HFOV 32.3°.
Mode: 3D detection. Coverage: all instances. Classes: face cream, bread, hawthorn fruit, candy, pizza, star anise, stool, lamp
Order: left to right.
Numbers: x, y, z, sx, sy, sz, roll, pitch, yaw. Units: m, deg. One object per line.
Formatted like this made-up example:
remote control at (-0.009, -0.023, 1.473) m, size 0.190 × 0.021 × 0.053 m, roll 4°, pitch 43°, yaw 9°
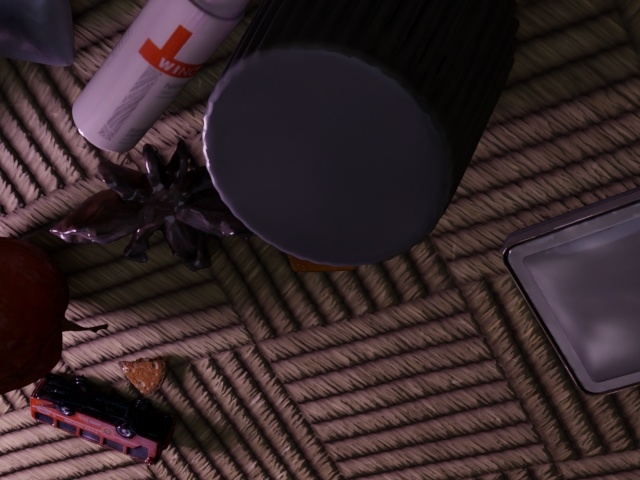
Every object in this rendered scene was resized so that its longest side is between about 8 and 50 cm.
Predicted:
candy at (-0.393, -0.291, 1.384) m, size 0.174 × 0.071 × 0.138 m, roll 11°, pitch 127°, yaw 12°
hawthorn fruit at (-0.444, 0.113, 1.602) m, size 0.271 × 0.242 × 0.242 m, roll 6°, pitch 133°, yaw -26°
pizza at (-0.275, 0.198, 1.717) m, size 0.078 × 0.025 × 0.083 m, roll 28°, pitch 121°, yaw -8°
face cream at (-0.178, -0.244, 1.329) m, size 0.102 × 0.102 × 0.345 m, roll 39°, pitch 128°, yaw -11°
star anise at (-0.195, -0.033, 1.458) m, size 0.257 × 0.111 × 0.198 m, roll 23°, pitch 123°, yaw -31°
bread at (0.000, 0.000, 1.481) m, size 0.094 × 0.035 × 0.090 m, roll -3°, pitch 123°, yaw 20°
stool at (0.044, -0.165, 1.166) m, size 0.297 × 0.330 × 0.297 m, roll 9°, pitch 126°, yaw 13°
lamp at (0.399, 0.063, 1.387) m, size 0.269 × 0.047 × 0.266 m, roll -21°, pitch 115°, yaw 29°

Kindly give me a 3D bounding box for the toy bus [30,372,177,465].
toy bus at (-0.351, 0.287, 1.782) m, size 0.234 × 0.073 × 0.096 m, roll 21°, pitch 137°, yaw 4°
